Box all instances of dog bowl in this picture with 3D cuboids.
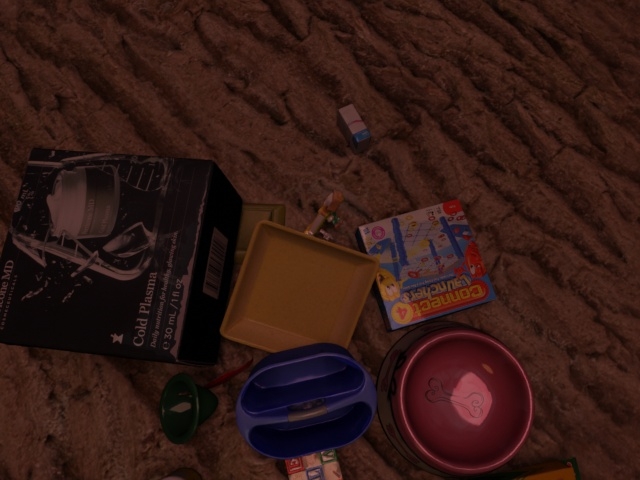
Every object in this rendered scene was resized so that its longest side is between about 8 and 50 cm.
[{"bbox_3d":[0.354,0.405,1.291,0.408,0.150,0.407,0,75,-1],"label":"dog bowl"}]

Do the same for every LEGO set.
[{"bbox_3d":[0.000,0.000,1.402,0.107,0.132,0.287,38,99,3],"label":"LEGO set"}]

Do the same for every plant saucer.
[{"bbox_3d":[-0.056,0.140,1.325,0.333,0.081,0.332,19,101,-6],"label":"plant saucer"},{"bbox_3d":[-0.199,-0.026,1.448,0.188,0.045,0.188,2,74,-1],"label":"plant saucer"}]

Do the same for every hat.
[{"bbox_3d":[-0.293,0.431,1.330,0.208,0.184,0.172,-35,60,33],"label":"hat"}]

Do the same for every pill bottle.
[{"bbox_3d":[-0.346,0.610,1.197,0.103,0.184,0.103,0,75,-1],"label":"pill bottle"}]

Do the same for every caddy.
[{"bbox_3d":[-0.035,0.392,1.234,0.342,0.179,0.241,-13,97,-3],"label":"caddy"}]

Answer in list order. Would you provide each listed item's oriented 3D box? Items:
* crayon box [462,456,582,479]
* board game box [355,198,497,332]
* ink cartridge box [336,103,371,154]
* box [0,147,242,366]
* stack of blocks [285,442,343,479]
[{"bbox_3d":[0.507,0.653,1.197,0.319,0.081,0.202,-9,80,-7],"label":"crayon box"},{"bbox_3d":[0.289,0.070,1.414,0.308,0.086,0.301,-16,75,-6],"label":"board game box"},{"bbox_3d":[0.100,-0.336,1.518,0.052,0.088,0.122,-27,77,-8],"label":"ink cartridge box"},{"bbox_3d":[-0.489,0.050,1.271,0.472,0.297,0.479,4,75,8],"label":"box"},{"bbox_3d":[0.028,0.658,1.244,0.171,0.087,0.297,-14,76,-5],"label":"stack of blocks"}]
